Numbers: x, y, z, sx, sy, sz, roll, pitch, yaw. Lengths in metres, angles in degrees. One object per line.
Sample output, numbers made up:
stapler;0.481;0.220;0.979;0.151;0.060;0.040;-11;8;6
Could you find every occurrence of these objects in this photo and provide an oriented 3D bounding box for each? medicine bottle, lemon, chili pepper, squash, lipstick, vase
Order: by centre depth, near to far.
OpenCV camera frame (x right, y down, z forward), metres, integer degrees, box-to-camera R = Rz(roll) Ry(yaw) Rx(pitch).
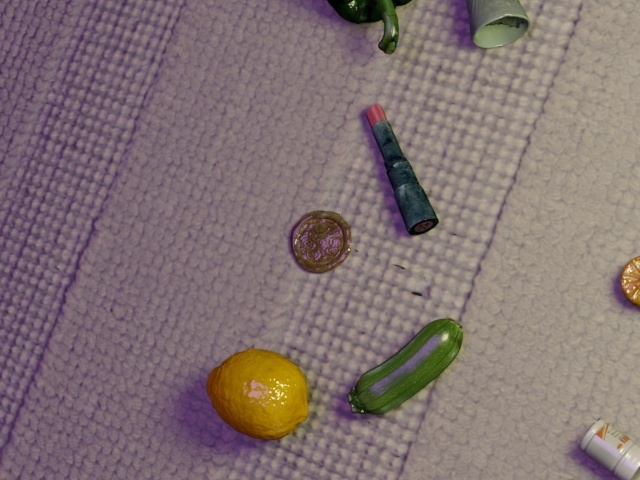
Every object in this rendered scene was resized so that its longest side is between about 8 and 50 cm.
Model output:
medicine bottle;0.423;0.304;1.778;0.089;0.057;0.057;37;94;27
squash;0.134;0.202;1.922;0.219;0.068;0.077;-37;82;11
lemon;-0.101;0.243;1.975;0.187;0.142;0.142;14;84;27
vase;0.264;-0.429;2.004;0.096;0.096;0.219;-21;67;18
lipstick;0.124;-0.121;2.011;0.053;0.053;0.234;-28;67;15
chili pepper;0.087;-0.433;2.044;0.165;0.174;0.261;-28;65;-12

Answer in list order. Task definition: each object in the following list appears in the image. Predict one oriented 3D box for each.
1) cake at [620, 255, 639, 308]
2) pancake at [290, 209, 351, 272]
cake;0.483;0.061;1.817;0.084;0.044;0.084;-6;75;23
pancake;0.001;0.000;2.059;0.115;0.011;0.115;-5;76;20
